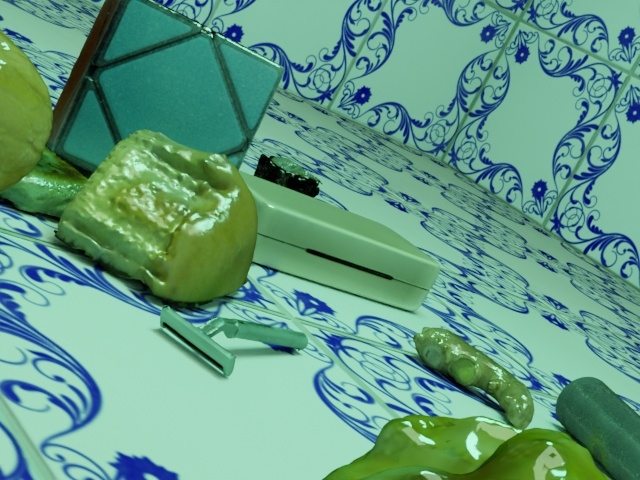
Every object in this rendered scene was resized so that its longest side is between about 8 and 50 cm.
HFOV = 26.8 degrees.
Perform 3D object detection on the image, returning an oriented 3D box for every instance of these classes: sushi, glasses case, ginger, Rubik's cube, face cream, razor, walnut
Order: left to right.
[{"bbox_3d":[-0.341,-0.120,1.142,0.226,0.193,0.193,32,5,-44],"label":"walnut"},{"bbox_3d":[-0.189,-0.156,1.564,0.205,0.205,0.207,25,-1,-18],"label":"Rubik's cube"},{"bbox_3d":[-0.062,0.088,1.246,0.084,0.036,0.211,35,12,24],"label":"razor"},{"bbox_3d":[-0.058,-0.073,1.926,0.094,0.084,0.098,17,10,-35],"label":"sushi"},{"bbox_3d":[0.000,0.000,1.733,0.336,0.076,0.144,19,13,-42],"label":"glasses case"},{"bbox_3d":[0.183,0.153,1.544,0.173,0.051,0.069,32,14,28],"label":"ginger"},{"bbox_3d":[0.353,0.241,1.491,0.073,0.073,0.283,24,11,-23],"label":"face cream"}]

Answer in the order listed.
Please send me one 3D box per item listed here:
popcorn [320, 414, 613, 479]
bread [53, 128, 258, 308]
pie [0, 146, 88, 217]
[{"bbox_3d":[0.094,0.193,0.610,0.250,0.234,0.242,13,27,26],"label":"popcorn"},{"bbox_3d":[-0.144,-0.035,1.357,0.174,0.133,0.251,27,10,9],"label":"bread"},{"bbox_3d":[-0.317,-0.079,1.372,0.187,0.041,0.187,27,11,-6],"label":"pie"}]
